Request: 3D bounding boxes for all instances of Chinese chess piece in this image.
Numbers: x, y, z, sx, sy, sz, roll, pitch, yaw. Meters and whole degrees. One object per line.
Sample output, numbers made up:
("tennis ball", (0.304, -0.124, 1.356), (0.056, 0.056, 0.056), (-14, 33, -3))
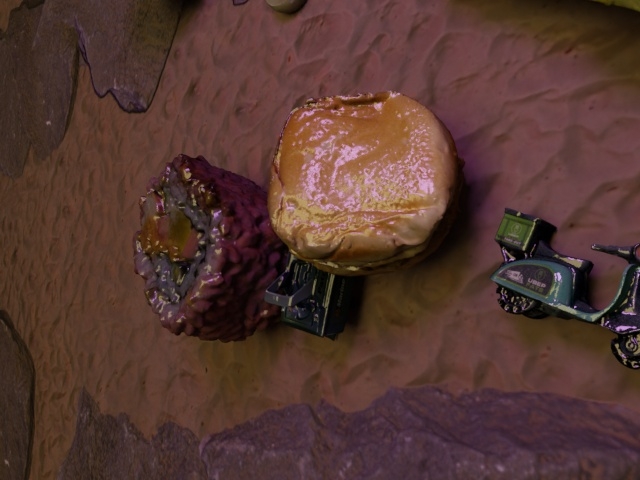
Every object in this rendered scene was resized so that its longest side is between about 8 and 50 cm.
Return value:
("Chinese chess piece", (-0.048, -0.382, 0.863), (0.084, 0.034, 0.084), (-6, 82, 44))

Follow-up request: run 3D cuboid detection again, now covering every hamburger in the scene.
("hamburger", (0.048, -0.060, 0.617), (0.214, 0.108, 0.213), (-4, 73, 14))

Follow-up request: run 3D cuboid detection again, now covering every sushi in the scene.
("sushi", (-0.153, 0.015, 0.822), (0.270, 0.171, 0.236), (41, 114, 44))

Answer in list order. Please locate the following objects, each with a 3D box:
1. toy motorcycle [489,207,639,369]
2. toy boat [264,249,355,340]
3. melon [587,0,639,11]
("toy motorcycle", (0.226, 0.037, 0.503), (0.173, 0.058, 0.100), (26, 98, 47))
("toy boat", (0.000, 0.000, 0.714), (0.093, 0.103, 0.246), (7, 86, 54))
("melon", (0.211, -0.281, 0.481), (0.323, 0.124, 0.196), (47, 162, 54))
